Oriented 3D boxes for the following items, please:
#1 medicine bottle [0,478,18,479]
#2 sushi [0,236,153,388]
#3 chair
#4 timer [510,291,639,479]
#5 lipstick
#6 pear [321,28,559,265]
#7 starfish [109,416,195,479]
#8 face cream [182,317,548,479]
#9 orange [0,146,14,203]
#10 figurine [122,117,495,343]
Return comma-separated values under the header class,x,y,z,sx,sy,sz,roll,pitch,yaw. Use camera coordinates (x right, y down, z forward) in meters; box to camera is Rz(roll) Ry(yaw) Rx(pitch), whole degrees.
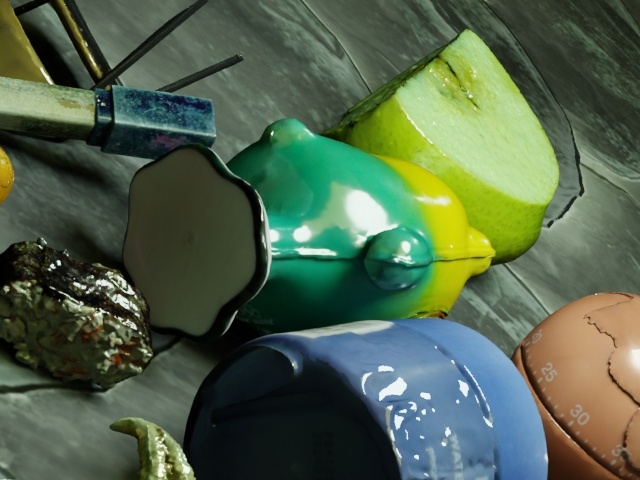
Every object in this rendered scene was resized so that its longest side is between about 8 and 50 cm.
class,x,y,z,sx,sy,sz,roll,pitch,yaw
medicine bottle,-0.191,0.302,1.350,0.141,0.137,0.250,13,43,-43
sushi,-0.215,0.066,1.660,0.150,0.090,0.078,29,30,-25
chair,-0.234,-0.205,1.898,0.159,0.247,0.172,59,2,22
timer,0.309,0.175,2.064,0.229,0.215,0.230,32,32,-23
lipstick,-0.254,-0.120,1.807,0.312,0.051,0.051,7,54,-20
pear,0.150,-0.087,2.250,0.292,0.159,0.292,30,37,-25
starfish,-0.032,0.278,1.360,0.358,0.078,0.347,33,17,-2
face cream,0.035,0.195,1.661,0.225,0.249,0.249,-4,56,-49
orange,-0.312,-0.059,1.708,0.083,0.070,0.083,47,15,-16
figurine,0.000,0.000,1.867,0.340,0.323,0.231,1,96,-46
